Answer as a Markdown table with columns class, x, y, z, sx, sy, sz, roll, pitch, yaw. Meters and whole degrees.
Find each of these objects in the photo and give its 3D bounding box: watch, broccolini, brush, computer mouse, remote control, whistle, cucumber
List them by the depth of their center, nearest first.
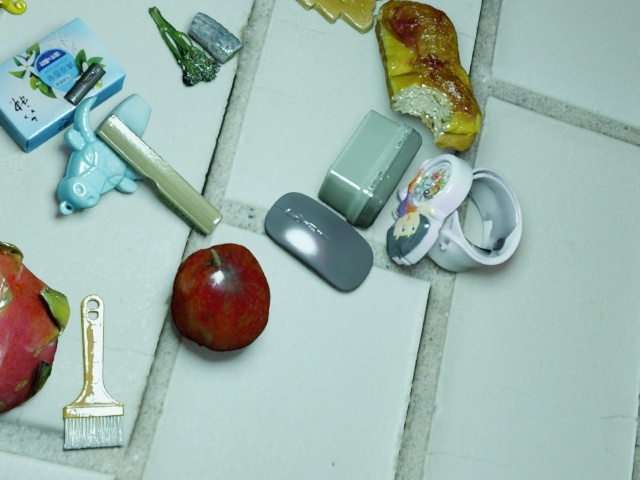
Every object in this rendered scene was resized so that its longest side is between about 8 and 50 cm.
| class | x | y | z | sx | sy | sz | roll | pitch | yaw |
| --- | --- | --- | --- | --- | --- | --- | --- | --- | --- |
| brush | -0.400 | 0.227 | 1.604 | 0.103 | 0.013 | 0.272 | 0 | 74 | -18 |
| remote control | -0.429 | -0.287 | 1.659 | 0.034 | 0.016 | 0.091 | 38 | 68 | -12 |
| whistle | -0.400 | -0.157 | 1.679 | 0.186 | 0.093 | 0.274 | 44 | 62 | -31 |
| brush | -0.297 | -0.118 | 1.682 | 0.282 | 0.048 | 0.054 | 45 | 58 | -21 |
| computer mouse | 0.001 | 0.000 | 1.772 | 0.232 | 0.057 | 0.120 | 39 | 67 | -4 |
| broccolini | -0.281 | -0.392 | 1.800 | 0.074 | 0.058 | 0.201 | -36 | 88 | -30 |
| cucumber | -0.214 | -0.408 | 1.822 | 0.112 | 0.064 | 0.064 | 41 | 67 | -2 |
| watch | 0.270 | -0.029 | 1.825 | 0.231 | 0.196 | 0.244 | 32 | 66 | -29 |

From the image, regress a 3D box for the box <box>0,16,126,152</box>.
| class | x | y | z | sx | sy | sz | roll | pitch | yaw |
| --- | --- | --- | --- | --- | --- | --- | --- | --- | --- |
| box | -0.497 | -0.289 | 1.690 | 0.232 | 0.083 | 0.142 | -40 | 91 | -24 |

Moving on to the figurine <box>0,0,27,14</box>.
| class | x | y | z | sx | sy | sz | roll | pitch | yaw |
| --- | --- | --- | --- | --- | --- | --- | --- | --- | --- |
| figurine | -0.597 | -0.560 | 1.726 | 0.156 | 0.131 | 0.246 | 9 | 85 | 27 |

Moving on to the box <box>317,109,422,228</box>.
| class | x | y | z | sx | sy | sz | roll | pitch | yaw |
| --- | --- | --- | --- | --- | --- | --- | --- | --- | --- |
| box | 0.098 | -0.143 | 1.800 | 0.129 | 0.148 | 0.210 | 32 | 65 | 2 |

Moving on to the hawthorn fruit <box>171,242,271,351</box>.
| class | x | y | z | sx | sy | sz | roll | pitch | yaw |
| --- | --- | --- | --- | --- | --- | --- | --- | --- | --- |
| hawthorn fruit | -0.175 | 0.085 | 1.610 | 0.189 | 0.251 | 0.189 | 4 | 48 | -4 |

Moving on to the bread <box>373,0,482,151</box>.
| class | x | y | z | sx | sy | sz | roll | pitch | yaw |
| --- | --- | --- | --- | --- | --- | --- | --- | --- | --- |
| bread | 0.210 | -0.344 | 1.845 | 0.185 | 0.109 | 0.380 | 10 | 48 | -22 |

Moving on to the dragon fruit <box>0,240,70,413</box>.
| class | x | y | z | sx | sy | sz | roll | pitch | yaw |
| --- | --- | --- | --- | --- | --- | --- | --- | --- | --- |
| dragon fruit | -0.566 | 0.136 | 1.467 | 0.305 | 0.226 | 0.305 | 6 | 70 | -17 |

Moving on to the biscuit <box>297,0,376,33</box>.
| class | x | y | z | sx | sy | sz | roll | pitch | yaw |
| --- | --- | --- | --- | --- | --- | --- | --- | --- | --- |
| biscuit | 0.026 | -0.549 | 1.953 | 0.238 | 0.041 | 0.212 | 1 | 80 | -17 |
